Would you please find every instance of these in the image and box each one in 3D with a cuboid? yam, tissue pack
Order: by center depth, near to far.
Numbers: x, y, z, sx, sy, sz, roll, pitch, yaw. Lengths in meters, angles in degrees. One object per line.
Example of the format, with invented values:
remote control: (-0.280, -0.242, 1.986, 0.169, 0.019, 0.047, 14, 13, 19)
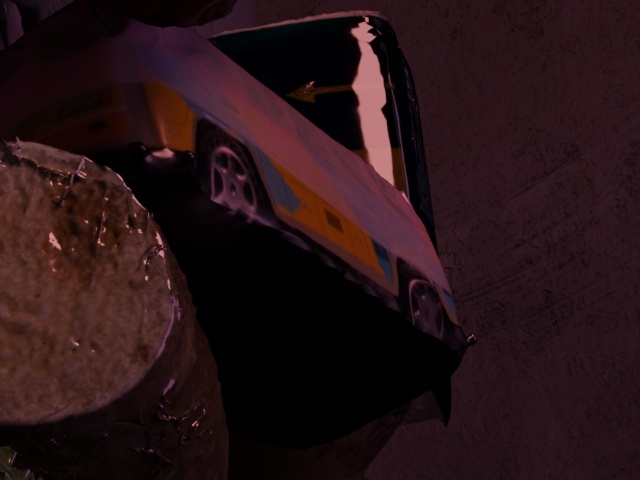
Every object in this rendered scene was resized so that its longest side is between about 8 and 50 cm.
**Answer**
yam: (-0.122, 0.075, 0.780, 0.254, 0.154, 0.154, 78, 5, -52)
tissue pack: (0.000, 0.000, 1.752, 0.264, 0.253, 0.417, 59, 22, -74)

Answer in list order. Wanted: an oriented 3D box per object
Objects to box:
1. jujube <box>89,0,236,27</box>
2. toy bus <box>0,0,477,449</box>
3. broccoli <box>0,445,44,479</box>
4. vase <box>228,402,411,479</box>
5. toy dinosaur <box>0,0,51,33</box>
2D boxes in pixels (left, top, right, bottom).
jujube: (-0.085, -0.225, 0.891, 0.342, 0.216, 0.216, -102, 180, -60)
toy bus: (-0.071, -0.009, 1.015, 0.386, 0.171, 0.162, 34, 31, -52)
broccoli: (-0.085, 0.173, 0.400, 0.270, 0.270, 0.270, 23, 62, -54)
vase: (-0.055, 0.135, 1.297, 0.329, 0.241, 0.302, -25, 122, -57)
toy dinosaur: (-0.200, -0.200, 1.047, 0.082, 0.039, 0.209, -96, -177, -63)
